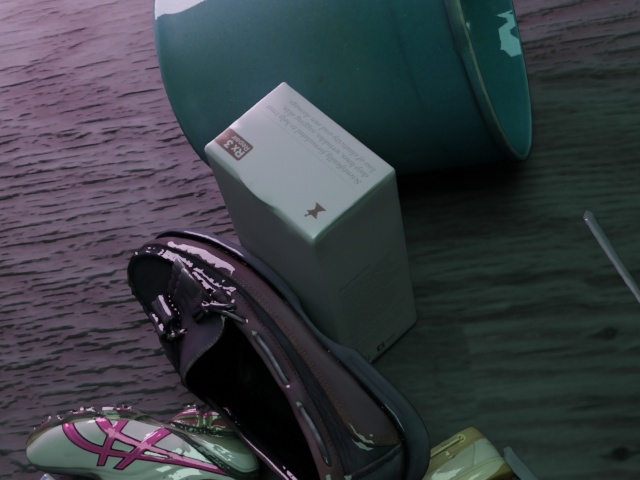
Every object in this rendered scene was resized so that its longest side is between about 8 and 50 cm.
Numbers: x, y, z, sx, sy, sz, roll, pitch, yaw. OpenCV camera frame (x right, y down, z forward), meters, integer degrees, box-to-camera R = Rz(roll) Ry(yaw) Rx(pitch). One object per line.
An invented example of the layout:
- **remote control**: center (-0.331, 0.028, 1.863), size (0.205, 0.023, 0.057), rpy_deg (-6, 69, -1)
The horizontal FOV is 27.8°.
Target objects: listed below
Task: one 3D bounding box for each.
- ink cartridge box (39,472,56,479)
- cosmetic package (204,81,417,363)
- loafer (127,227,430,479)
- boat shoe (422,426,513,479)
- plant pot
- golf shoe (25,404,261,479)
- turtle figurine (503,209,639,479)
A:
- **ink cartridge box**: center (-0.185, 0.309, 0.936), size (0.208, 0.045, 0.206), rpy_deg (32, 71, 21)
- **cosmetic package**: center (0.000, 0.000, 0.966), size (0.085, 0.231, 0.117), rpy_deg (-41, 64, -16)
- **loafer**: center (-0.055, 0.089, 0.948), size (0.095, 0.109, 0.302), rpy_deg (-24, 47, -39)
- **boat shoe**: center (0.057, 0.191, 0.958), size (0.170, 0.063, 0.059), rpy_deg (-23, 55, -10)
- **plant pot**: center (0.014, -0.170, 1.053), size (0.255, 0.271, 0.271), rpy_deg (-12, 60, 18)
- **golf shoe**: center (-0.138, 0.172, 0.990), size (0.186, 0.067, 0.086), rpy_deg (-2, 63, 8)
- **turtle figurine**: center (0.226, 0.169, 0.849), size (0.275, 0.266, 0.198), rpy_deg (36, 112, -7)
